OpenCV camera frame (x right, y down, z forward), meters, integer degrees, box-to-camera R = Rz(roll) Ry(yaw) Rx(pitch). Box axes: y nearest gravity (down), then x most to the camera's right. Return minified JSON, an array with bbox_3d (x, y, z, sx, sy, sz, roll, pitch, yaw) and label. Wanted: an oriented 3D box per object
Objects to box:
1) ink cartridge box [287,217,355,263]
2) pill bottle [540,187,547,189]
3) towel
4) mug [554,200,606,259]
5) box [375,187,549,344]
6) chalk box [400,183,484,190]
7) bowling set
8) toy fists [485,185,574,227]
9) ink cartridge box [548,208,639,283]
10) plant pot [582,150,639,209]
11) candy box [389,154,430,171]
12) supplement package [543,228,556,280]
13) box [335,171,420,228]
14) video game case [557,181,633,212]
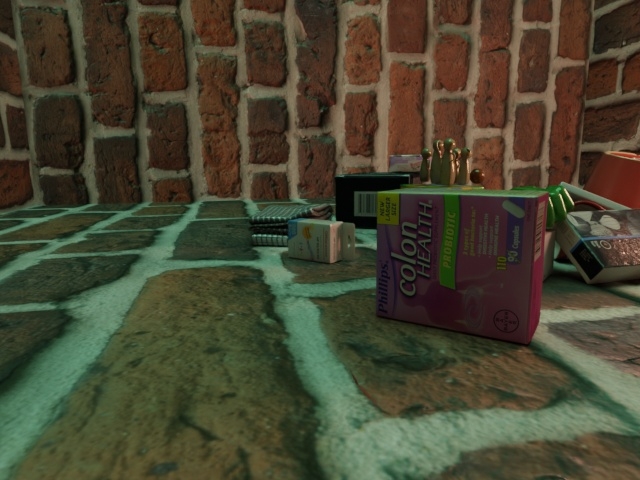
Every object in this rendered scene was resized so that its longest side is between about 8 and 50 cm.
[{"bbox_3d":[0.000,0.000,1.180,0.181,0.104,0.062,6,13,35],"label":"ink cartridge box"},{"bbox_3d":[0.856,-0.119,1.653,0.086,0.151,0.086,-1,10,0],"label":"pill bottle"},{"bbox_3d":[-0.091,-0.062,1.490,0.235,0.121,0.284,1,10,13],"label":"towel"},{"bbox_3d":[0.693,-0.013,1.122,0.169,0.150,0.113,7,32,14],"label":"mug"},{"bbox_3d":[0.222,0.026,0.716,0.243,0.213,0.117,7,12,33],"label":"box"},{"bbox_3d":[0.438,-0.104,1.521,0.289,0.179,0.180,-5,12,-22],"label":"chalk box"},{"bbox_3d":[0.478,-0.279,1.567,0.200,0.154,0.287,-1,11,-9],"label":"bowling set"},{"bbox_3d":[0.405,-0.069,0.974,0.279,0.096,0.142,-7,19,-2],"label":"toy fists"},{"bbox_3d":[0.705,0.005,0.998,0.333,0.065,0.165,-4,49,-16],"label":"ink cartridge box"},{"bbox_3d":[1.020,-0.161,1.485,0.275,0.243,0.275,6,22,-3],"label":"plant pot"},{"bbox_3d":[0.382,-0.322,1.860,0.165,0.070,0.196,3,10,15],"label":"candy box"},{"bbox_3d":[0.432,0.023,1.022,0.179,0.105,0.105,8,14,39],"label":"supplement package"},{"bbox_3d":[0.256,-0.179,1.866,0.294,0.211,0.395,2,10,18],"label":"box"},{"bbox_3d":[0.741,-0.067,1.231,0.227,0.026,0.206,26,-14,15],"label":"video game case"}]
